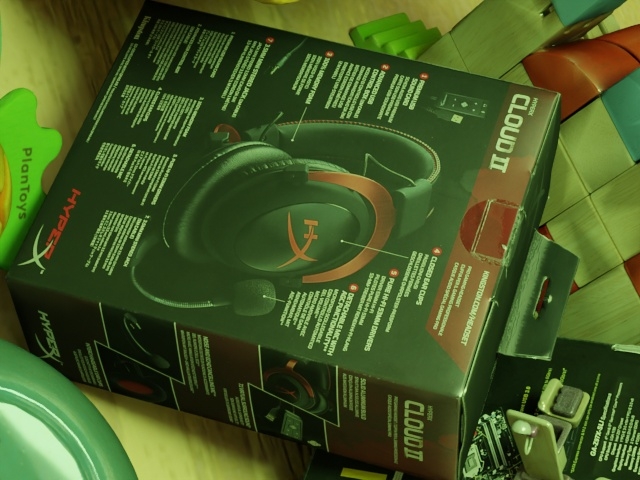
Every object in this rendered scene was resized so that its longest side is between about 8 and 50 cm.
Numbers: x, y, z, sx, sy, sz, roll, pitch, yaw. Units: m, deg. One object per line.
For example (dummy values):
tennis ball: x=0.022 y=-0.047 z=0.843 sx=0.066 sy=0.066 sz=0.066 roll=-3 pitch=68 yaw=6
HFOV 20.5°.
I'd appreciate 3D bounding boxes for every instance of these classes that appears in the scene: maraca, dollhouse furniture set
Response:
maraca: x=-0.211 y=-0.025 z=0.954 sx=0.185 sy=0.099 sz=0.127 roll=-12 pitch=116 yaw=-50
dollhouse furniture set: x=0.156 y=0.115 z=0.959 sx=0.114 sy=0.081 sz=0.091 roll=16 pitch=59 yaw=27

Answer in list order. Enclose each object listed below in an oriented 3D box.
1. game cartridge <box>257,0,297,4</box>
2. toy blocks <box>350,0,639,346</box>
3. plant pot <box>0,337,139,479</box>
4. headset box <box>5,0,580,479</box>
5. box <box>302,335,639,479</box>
game cartridge: x=-0.016 y=-0.205 z=1.083 sx=0.285 sy=0.323 sz=0.053 roll=-20 pitch=116 yaw=-34
toy blocks: x=0.198 y=-0.037 z=1.149 sx=0.190 sy=0.261 sz=0.381 roll=-20 pitch=80 yaw=-35
plant pot: x=-0.199 y=0.157 z=0.872 sx=0.290 sy=0.195 sz=0.290 roll=12 pitch=63 yaw=-25
headset box: x=0.000 y=0.000 z=1.030 sx=0.293 sy=0.110 sz=0.218 roll=13 pitch=57 yaw=11
box: x=0.104 y=0.201 z=1.010 sx=0.079 sy=0.257 sz=0.322 roll=67 pitch=36 yaw=-49
